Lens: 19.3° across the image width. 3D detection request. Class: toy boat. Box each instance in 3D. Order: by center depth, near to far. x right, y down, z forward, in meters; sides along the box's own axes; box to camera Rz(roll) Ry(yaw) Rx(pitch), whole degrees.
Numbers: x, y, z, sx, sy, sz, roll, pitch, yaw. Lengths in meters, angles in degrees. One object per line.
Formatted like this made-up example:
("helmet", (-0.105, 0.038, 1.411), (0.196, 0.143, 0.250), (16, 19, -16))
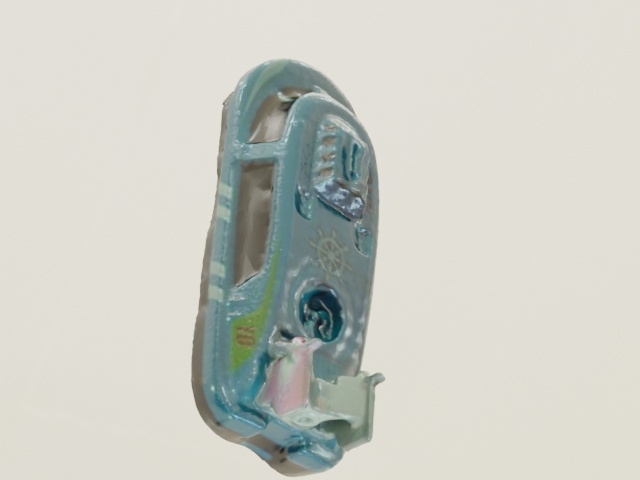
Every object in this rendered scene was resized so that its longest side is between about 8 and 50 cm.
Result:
("toy boat", (0.000, 0.000, 1.225), (0.092, 0.299, 0.134), (-24, -43, 37))
